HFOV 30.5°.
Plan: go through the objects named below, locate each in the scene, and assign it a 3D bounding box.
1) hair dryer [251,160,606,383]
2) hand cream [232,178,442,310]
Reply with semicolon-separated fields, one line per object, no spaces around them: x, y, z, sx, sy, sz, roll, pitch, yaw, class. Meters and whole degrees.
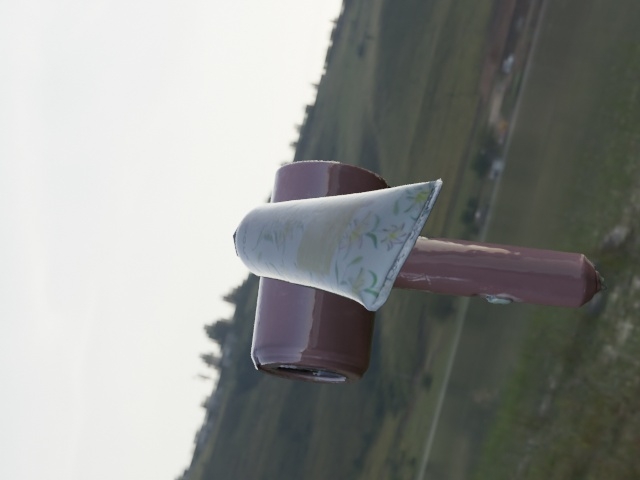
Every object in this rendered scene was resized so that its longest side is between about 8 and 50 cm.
0.113;0.047;1.197;0.125;0.352;0.210;77;-160;-74;hair dryer
0.000;0.000;0.599;0.067;0.042;0.194;-58;19;-13;hand cream
